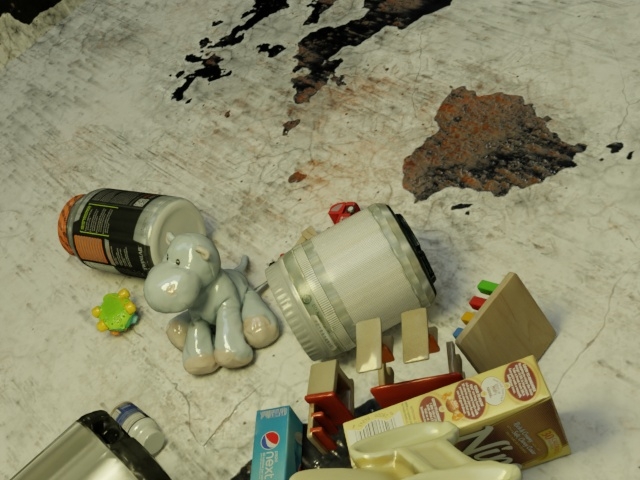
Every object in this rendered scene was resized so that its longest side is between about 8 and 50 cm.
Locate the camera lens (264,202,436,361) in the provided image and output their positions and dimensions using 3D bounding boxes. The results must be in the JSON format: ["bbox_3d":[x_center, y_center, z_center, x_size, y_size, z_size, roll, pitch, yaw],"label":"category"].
[{"bbox_3d":[0.062,0.075,1.698,0.274,0.219,0.219,-29,43,1],"label":"camera lens"}]

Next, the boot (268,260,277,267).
[{"bbox_3d":[-0.035,0.072,1.830,0.099,0.121,0.045,-16,47,23],"label":"boot"}]

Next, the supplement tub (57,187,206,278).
[{"bbox_3d":[-0.433,-0.017,2.063,0.316,0.193,0.193,9,56,33],"label":"supplement tub"}]

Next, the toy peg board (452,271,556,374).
[{"bbox_3d":[0.297,0.159,1.556,0.160,0.161,0.079,-48,29,-18],"label":"toy peg board"}]

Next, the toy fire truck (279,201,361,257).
[{"bbox_3d":[0.000,0.000,1.925,0.135,0.047,0.192,0,50,29],"label":"toy fire truck"}]

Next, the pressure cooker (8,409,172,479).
[{"bbox_3d":[-0.386,0.521,1.404,0.420,0.370,0.375,-42,50,-22],"label":"pressure cooker"}]

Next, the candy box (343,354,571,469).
[{"bbox_3d":[0.216,0.310,1.428,0.316,0.183,0.087,-21,45,9],"label":"candy box"}]

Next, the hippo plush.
[{"bbox_3d":[-0.212,0.101,1.806,0.234,0.236,0.294,22,63,40],"label":"hippo plush"}]

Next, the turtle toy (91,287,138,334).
[{"bbox_3d":[-0.448,0.156,2.004,0.095,0.066,0.130,-33,43,-3],"label":"turtle toy"}]

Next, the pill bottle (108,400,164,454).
[{"bbox_3d":[-0.356,0.365,1.764,0.120,0.067,0.067,25,66,41],"label":"pill bottle"}]

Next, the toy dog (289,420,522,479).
[{"bbox_3d":[0.107,0.493,1.182,0.395,0.408,0.284,-11,6,-22],"label":"toy dog"}]

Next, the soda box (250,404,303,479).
[{"bbox_3d":[-0.076,0.397,1.584,0.067,0.071,0.210,-12,46,17],"label":"soda box"}]

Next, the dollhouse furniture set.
[{"bbox_3d":[0.112,0.256,1.479,0.259,0.262,0.135,-14,48,19],"label":"dollhouse furniture set"}]
